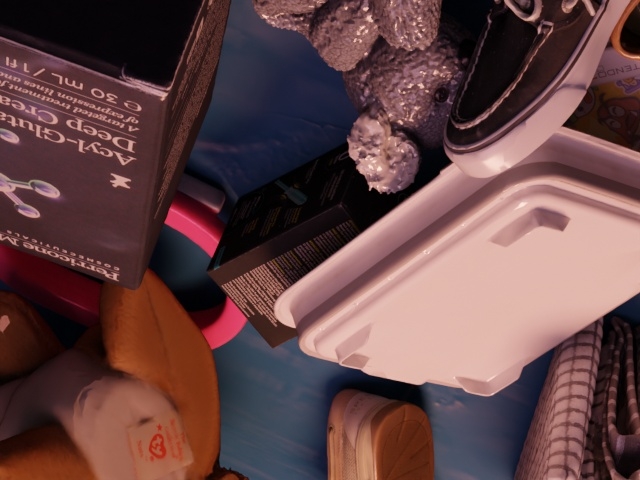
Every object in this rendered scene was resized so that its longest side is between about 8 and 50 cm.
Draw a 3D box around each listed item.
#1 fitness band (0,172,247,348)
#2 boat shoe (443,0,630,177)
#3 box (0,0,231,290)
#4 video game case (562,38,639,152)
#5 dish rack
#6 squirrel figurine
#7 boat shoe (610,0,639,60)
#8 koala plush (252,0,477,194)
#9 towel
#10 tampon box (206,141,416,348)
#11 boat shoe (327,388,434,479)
[{"bbox_3d":[-0.197,0.006,1.874,0.291,0.054,0.209,25,132,-3],"label":"fitness band"},{"bbox_3d":[0.175,-0.194,1.484,0.105,0.113,0.306,37,89,-35],"label":"boat shoe"},{"bbox_3d":[-0.237,-0.162,1.563,0.294,0.212,0.395,19,157,0],"label":"box"},{"bbox_3d":[0.276,-0.075,1.701,0.206,0.026,0.227,-12,123,24],"label":"video game case"},{"bbox_3d":[0.156,0.036,1.670,0.285,0.072,0.333,14,141,-41],"label":"dish rack"},{"bbox_3d":[-0.260,0.230,1.913,0.370,0.281,0.397,-9,135,44],"label":"squirrel figurine"},{"bbox_3d":[0.356,-0.227,1.498,0.324,0.120,0.122,-31,114,33],"label":"boat shoe"},{"bbox_3d":[0.060,-0.167,1.598,0.203,0.196,0.221,-3,127,32],"label":"koala plush"},{"bbox_3d":[0.249,0.235,1.818,0.121,0.235,0.283,12,130,2],"label":"towel"},{"bbox_3d":[0.000,0.000,1.775,0.161,0.120,0.101,-26,115,31],"label":"tampon box"},{"bbox_3d":[0.054,0.295,1.968,0.098,0.109,0.302,15,115,45],"label":"boat shoe"}]
